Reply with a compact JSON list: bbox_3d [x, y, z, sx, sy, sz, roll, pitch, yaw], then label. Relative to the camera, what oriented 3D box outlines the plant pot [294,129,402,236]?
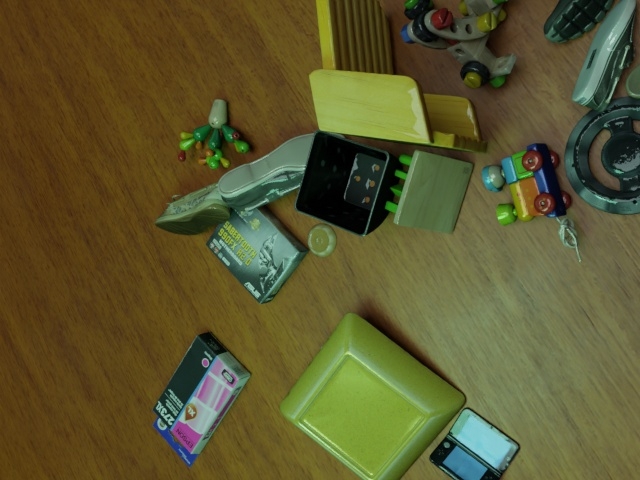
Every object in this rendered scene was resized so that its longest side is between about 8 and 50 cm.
[{"bbox_3d":[0.081,-0.127,1.538,0.188,0.167,0.188,22,103,27],"label":"plant pot"}]

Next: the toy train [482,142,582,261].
[{"bbox_3d":[0.424,-0.060,1.389,0.143,0.105,0.247,-18,84,40],"label":"toy train"}]

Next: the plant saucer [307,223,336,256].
[{"bbox_3d":[0.000,0.000,1.679,0.084,0.015,0.083,2,95,30],"label":"plant saucer"}]

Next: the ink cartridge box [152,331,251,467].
[{"bbox_3d":[-0.347,0.446,1.881,0.176,0.069,0.370,41,114,21],"label":"ink cartridge box"}]

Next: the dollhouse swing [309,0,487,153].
[{"bbox_3d":[0.172,-0.346,1.369,0.315,0.347,0.304,12,98,29],"label":"dollhouse swing"}]

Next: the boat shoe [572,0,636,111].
[{"bbox_3d":[0.557,-0.355,1.311,0.070,0.078,0.219,22,96,-8],"label":"boat shoe"}]

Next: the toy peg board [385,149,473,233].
[{"bbox_3d":[0.226,-0.111,1.482,0.079,0.161,0.161,33,111,53],"label":"toy peg board"}]

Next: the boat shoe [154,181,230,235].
[{"bbox_3d":[-0.331,-0.080,1.804,0.285,0.105,0.089,-12,62,40],"label":"boat shoe"}]

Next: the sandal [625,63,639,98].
[{"bbox_3d":[0.652,-0.322,1.259,0.180,0.049,0.072,-19,70,29],"label":"sandal"}]

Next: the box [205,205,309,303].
[{"bbox_3d":[-0.165,0.018,1.750,0.231,0.056,0.183,46,113,20],"label":"box"}]

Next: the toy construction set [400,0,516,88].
[{"bbox_3d":[0.340,-0.450,1.364,0.237,0.257,0.309,40,133,-21],"label":"toy construction set"}]

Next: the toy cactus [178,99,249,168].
[{"bbox_3d":[-0.281,-0.277,1.784,0.219,0.112,0.180,4,85,38],"label":"toy cactus"}]

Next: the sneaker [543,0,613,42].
[{"bbox_3d":[0.524,-0.504,1.318,0.267,0.101,0.106,-50,48,23],"label":"sneaker"}]

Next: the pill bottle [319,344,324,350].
[{"bbox_3d":[0.061,0.270,1.632,0.116,0.065,0.065,-17,84,29],"label":"pill bottle"}]

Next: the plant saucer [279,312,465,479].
[{"bbox_3d":[0.099,0.389,1.564,0.333,0.081,0.332,37,111,8],"label":"plant saucer"}]

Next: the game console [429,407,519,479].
[{"bbox_3d":[0.331,0.459,1.481,0.144,0.124,0.085,34,135,24],"label":"game console"}]

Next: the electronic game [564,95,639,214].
[{"bbox_3d":[0.586,-0.163,1.313,0.229,0.048,0.229,-4,83,30],"label":"electronic game"}]

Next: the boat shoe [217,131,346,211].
[{"bbox_3d":[-0.085,-0.165,1.667,0.335,0.095,0.112,-21,54,9],"label":"boat shoe"}]
